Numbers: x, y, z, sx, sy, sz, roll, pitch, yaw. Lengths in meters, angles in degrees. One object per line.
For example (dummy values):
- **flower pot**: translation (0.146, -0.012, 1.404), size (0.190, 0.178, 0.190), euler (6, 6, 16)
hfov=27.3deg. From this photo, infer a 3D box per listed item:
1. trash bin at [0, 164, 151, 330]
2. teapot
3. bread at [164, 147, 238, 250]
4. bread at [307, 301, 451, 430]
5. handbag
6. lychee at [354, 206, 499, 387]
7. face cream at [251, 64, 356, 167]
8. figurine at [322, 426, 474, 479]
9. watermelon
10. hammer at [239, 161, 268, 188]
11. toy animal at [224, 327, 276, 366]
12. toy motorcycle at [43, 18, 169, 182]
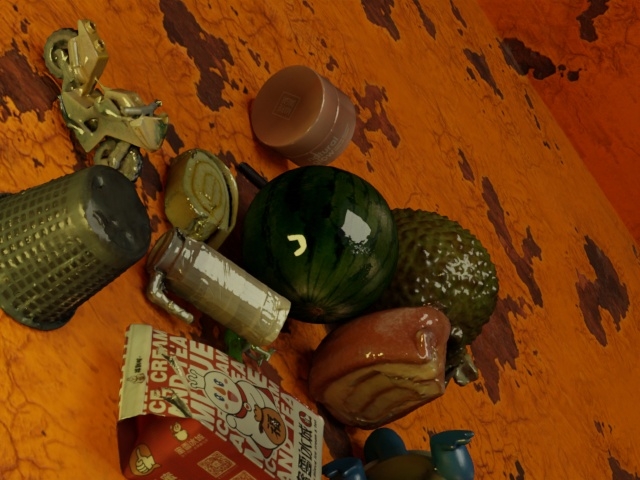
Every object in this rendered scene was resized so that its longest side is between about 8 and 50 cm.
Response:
- **trash bin**: translation (-0.287, -0.002, 1.522), size (0.175, 0.161, 0.175), euler (42, 35, -39)
- **teapot**: translation (-0.148, 0.076, 1.782), size (0.200, 0.077, 0.107), euler (36, 67, -20)
- **bread**: translation (-0.173, -0.058, 1.896), size (0.117, 0.064, 0.156), euler (42, 34, -30)
- **bread**: translation (0.097, 0.188, 1.989), size (0.190, 0.244, 0.123), euler (31, 42, -24)
- **handbag**: translation (-0.141, 0.234, 1.614), size (0.298, 0.151, 0.171), euler (41, 29, -27)
- **lychee**: translation (0.169, 0.086, 2.192), size (0.270, 0.270, 0.320), euler (39, -4, -41)
- **face cream**: translation (-0.028, -0.206, 2.204), size (0.104, 0.149, 0.149), euler (30, 41, -51)
- **figurine**: translation (0.122, 0.414, 1.868), size (0.243, 0.297, 0.416), euler (89, -13, -49)
- **watermelon**: translation (-0.001, 0.004, 1.966), size (0.242, 0.242, 0.242), euler (43, 33, -37)
- **hammer**: translation (-0.078, -0.081, 2.151), size (0.178, 0.021, 0.065), euler (39, 35, -37)
- **toy animal**: translation (-0.103, 0.168, 1.841), size (0.075, 0.041, 0.217), euler (27, 44, -29)
- **toy motorcycle**: translation (-0.278, -0.189, 1.742), size (0.094, 0.129, 0.229), euler (-22, 86, -61)
